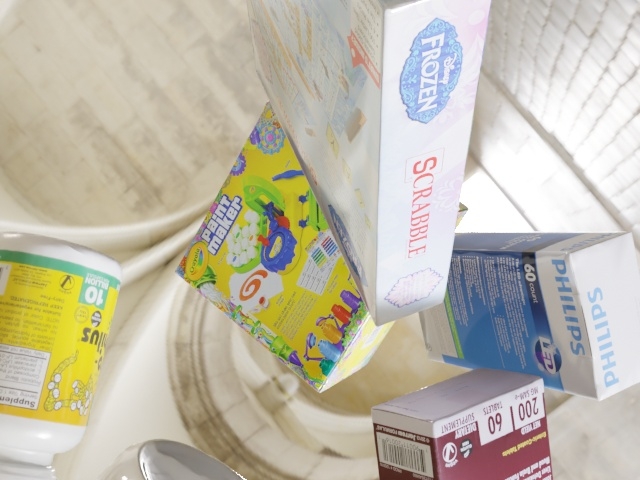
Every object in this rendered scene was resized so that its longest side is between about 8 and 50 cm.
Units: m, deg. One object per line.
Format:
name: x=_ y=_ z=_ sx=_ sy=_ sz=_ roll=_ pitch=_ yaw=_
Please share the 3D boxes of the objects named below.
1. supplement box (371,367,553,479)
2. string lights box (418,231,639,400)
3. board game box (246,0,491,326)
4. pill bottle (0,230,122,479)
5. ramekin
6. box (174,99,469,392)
supplement box: x=0.122 y=0.234 z=0.656 sx=0.073 sy=0.130 sz=0.239 roll=0 pitch=99 yaw=52
string lights box: x=0.192 y=0.063 z=0.817 sx=0.260 sy=0.077 sz=0.133 roll=2 pitch=106 yaw=64
board game box: x=0.012 y=-0.149 z=0.621 sx=0.318 sy=0.066 sz=0.318 roll=87 pitch=163 yaw=-55
pill bottle: x=-0.243 y=0.107 z=0.688 sx=0.118 sy=0.208 sz=0.117 roll=10 pitch=166 yaw=3
ramekin: x=-0.159 y=0.347 z=0.969 sx=0.273 sy=0.127 sz=0.273 roll=35 pitch=-176 yaw=-3
box: x=0.000 y=0.000 z=1.172 sx=0.279 sy=0.290 sz=0.177 roll=38 pitch=-160 yaw=17
